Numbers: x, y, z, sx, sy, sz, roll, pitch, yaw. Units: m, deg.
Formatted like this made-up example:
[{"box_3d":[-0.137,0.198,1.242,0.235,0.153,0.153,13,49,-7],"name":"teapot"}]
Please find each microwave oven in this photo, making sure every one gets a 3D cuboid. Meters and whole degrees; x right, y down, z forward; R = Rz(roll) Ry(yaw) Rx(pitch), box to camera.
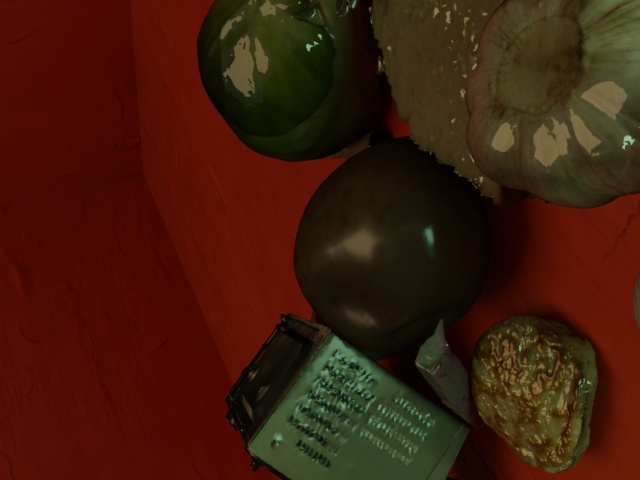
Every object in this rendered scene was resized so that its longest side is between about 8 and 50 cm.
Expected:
[{"box_3d":[0.023,0.317,1.284,0.333,0.247,0.394,35,172,-8],"name":"microwave oven"}]

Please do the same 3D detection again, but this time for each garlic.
[{"box_3d":[0.254,-0.123,0.645,0.219,0.212,0.218,-13,72,48],"name":"garlic"}]

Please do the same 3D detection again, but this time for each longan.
[{"box_3d":[0.103,0.006,1.058,0.288,0.289,0.350,68,158,15],"name":"longan"}]

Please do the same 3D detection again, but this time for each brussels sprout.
[{"box_3d":[-0.048,-0.304,1.206,0.289,0.282,0.354,61,146,29],"name":"brussels sprout"}]

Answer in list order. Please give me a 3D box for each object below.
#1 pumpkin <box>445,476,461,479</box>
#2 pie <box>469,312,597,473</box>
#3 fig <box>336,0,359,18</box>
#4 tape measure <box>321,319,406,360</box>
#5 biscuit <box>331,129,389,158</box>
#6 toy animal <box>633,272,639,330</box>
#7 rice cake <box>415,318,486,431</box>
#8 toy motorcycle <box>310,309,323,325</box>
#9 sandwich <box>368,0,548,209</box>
[{"box_3d":[0.226,0.505,1.237,0.233,0.163,0.233,51,155,36],"name":"pumpkin"},{"box_3d":[0.284,0.196,0.980,0.179,0.084,0.205,23,122,47],"name":"pie"},{"box_3d":[0.017,-0.452,0.864,0.286,0.286,0.368,-153,66,-62],"name":"fig"},{"box_3d":[0.066,0.089,1.398,0.246,0.125,0.243,-146,44,-60],"name":"tape measure"},{"box_3d":[0.057,-0.170,1.335,0.219,0.055,0.061,23,136,64],"name":"biscuit"},{"box_3d":[0.339,0.024,0.544,0.265,0.272,0.205,102,168,-72],"name":"toy animal"},{"box_3d":[0.203,0.205,1.072,0.051,0.081,0.290,12,156,31],"name":"rice cake"},{"box_3d":[0.022,0.219,1.648,0.171,0.089,0.298,57,153,36],"name":"toy motorcycle"},{"box_3d":[0.186,-0.224,0.875,0.325,0.131,0.262,47,147,45],"name":"sandwich"}]
